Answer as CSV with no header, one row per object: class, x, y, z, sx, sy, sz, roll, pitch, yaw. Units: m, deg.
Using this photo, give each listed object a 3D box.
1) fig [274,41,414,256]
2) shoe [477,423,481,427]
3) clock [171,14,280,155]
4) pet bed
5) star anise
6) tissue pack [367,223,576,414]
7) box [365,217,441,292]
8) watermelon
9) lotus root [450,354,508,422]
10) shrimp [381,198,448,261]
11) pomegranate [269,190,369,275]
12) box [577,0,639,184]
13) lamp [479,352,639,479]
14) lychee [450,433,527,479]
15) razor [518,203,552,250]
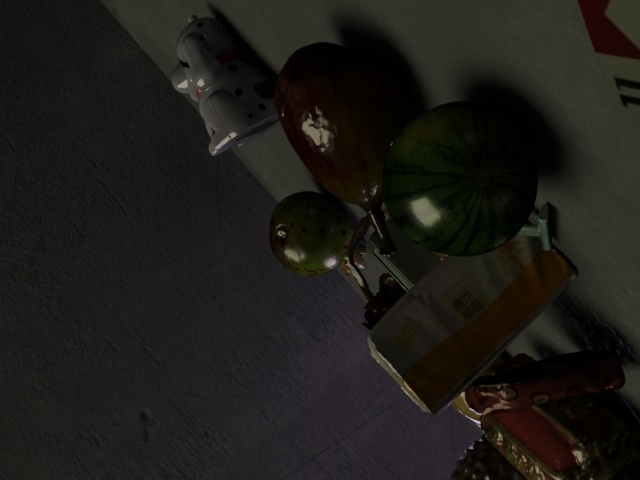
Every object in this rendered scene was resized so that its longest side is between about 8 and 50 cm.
fig,0.047,-0.101,0.756,0.170,0.146,0.274,40,155,60
shoe,0.500,0.475,1.446,0.336,0.132,0.171,51,165,9
clock,-0.191,-0.311,1.216,0.254,0.189,0.189,55,174,-2
pet bed,0.276,0.176,0.794,0.201,0.201,0.053,77,-179,-78
star anise,0.151,0.113,1.392,0.148,0.237,0.346,-10,103,52
tissue pack,0.173,0.093,0.769,0.124,0.225,0.185,46,174,17
box,0.188,0.059,1.140,0.225,0.086,0.129,47,174,7
watermelon,0.125,-0.060,0.596,0.140,0.141,0.187,50,-175,-10
lotus root,0.304,0.279,1.385,0.169,0.151,0.343,52,170,-29
shrimp,0.172,-0.004,1.014,0.251,0.052,0.143,46,176,18
pomegranate,-0.014,-0.007,1.655,0.231,0.231,0.286,46,-175,28
box,0.204,-0.081,0.330,0.177,0.036,0.115,52,173,-33
lamp,0.360,0.291,0.962,0.177,0.177,0.274,52,175,-30
lychee,0.424,0.536,1.165,0.380,0.380,0.432,51,153,-23
razor,0.175,-0.057,0.701,0.191,0.037,0.068,45,174,35
